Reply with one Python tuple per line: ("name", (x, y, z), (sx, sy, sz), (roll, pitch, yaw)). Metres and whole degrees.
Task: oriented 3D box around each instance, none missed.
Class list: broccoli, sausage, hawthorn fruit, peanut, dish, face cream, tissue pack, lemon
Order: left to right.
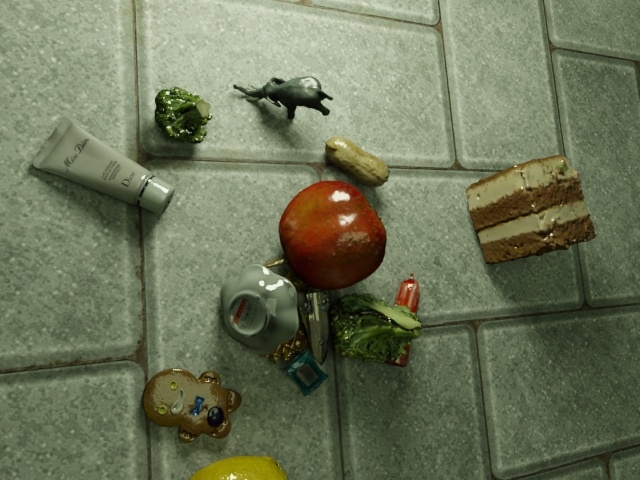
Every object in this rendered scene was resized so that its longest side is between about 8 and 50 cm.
("face cream", (-0.512, -0.165, 1.234), (0.315, 0.089, 0.143), (27, 72, -6))
("broccoli", (-0.347, -0.321, 1.299), (0.162, 0.138, 0.145), (-4, 88, -61))
("lemon", (-0.189, 0.621, 1.154), (0.320, 0.245, 0.245), (-4, 84, -26))
("dish", (-0.166, 0.176, 1.250), (0.230, 0.081, 0.229), (1, 94, 20))
("tissue pack", (-0.039, 0.352, 1.358), (0.085, 0.028, 0.138), (-40, 122, -16))
("hawthorn fruit", (0.000, 0.000, 1.322), (0.330, 0.287, 0.287), (-27, 93, -12))
("peanut", (0.104, -0.228, 1.488), (0.214, 0.099, 0.099), (27, 72, -13))
("broccoli", (0.149, 0.260, 1.362), (0.243, 0.273, 0.180), (4, 104, -38))
("sausage", (0.243, 0.228, 1.488), (0.074, 0.074, 0.274), (21, 74, -19))

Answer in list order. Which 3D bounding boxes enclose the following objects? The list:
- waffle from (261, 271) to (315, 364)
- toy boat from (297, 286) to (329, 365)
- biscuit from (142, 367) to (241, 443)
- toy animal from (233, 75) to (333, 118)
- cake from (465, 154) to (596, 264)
("waffle", (-0.095, 0.204, 1.362), (0.232, 0.051, 0.228), (-20, 90, -23))
("toy boat", (-0.009, 0.226, 1.335), (0.085, 0.066, 0.210), (-8, 93, -23))
("biscuit", (-0.316, 0.400, 1.248), (0.236, 0.039, 0.179), (23, 75, -16))
("toy animal", (-0.094, -0.400, 1.418), (0.270, 0.137, 0.082), (6, 80, 19))
("cake", (0.652, -0.091, 1.609), (0.256, 0.282, 0.290), (-13, 83, -31))
